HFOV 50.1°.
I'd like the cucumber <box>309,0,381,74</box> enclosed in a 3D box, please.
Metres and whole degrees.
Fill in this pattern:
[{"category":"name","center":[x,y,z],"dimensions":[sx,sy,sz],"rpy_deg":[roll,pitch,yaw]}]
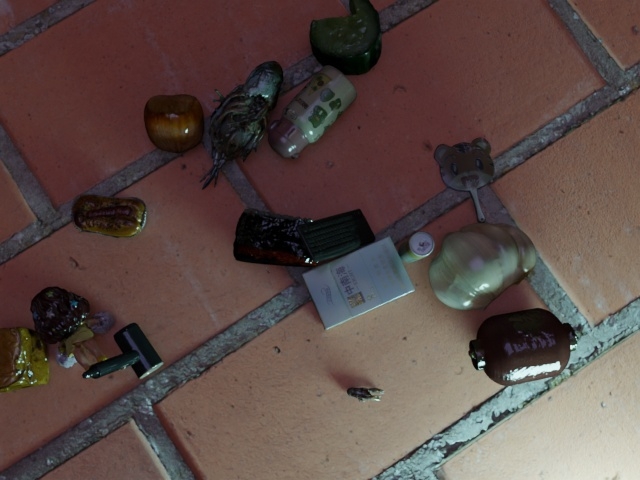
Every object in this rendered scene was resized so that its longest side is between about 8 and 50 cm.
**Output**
[{"category":"cucumber","center":[0.072,-0.522,1.776],"dimensions":[0.191,0.130,0.191],"rpy_deg":[-1,79,6]}]

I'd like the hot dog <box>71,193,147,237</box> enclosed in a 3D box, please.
[{"category":"hot dog","center":[-0.534,-0.063,1.731],"dimensions":[0.191,0.059,0.108],"rpy_deg":[5,77,2]}]

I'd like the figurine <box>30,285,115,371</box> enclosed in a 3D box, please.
[{"category":"figurine","center":[-0.603,0.216,1.656],"dimensions":[0.175,0.116,0.240],"rpy_deg":[-41,84,-6]}]

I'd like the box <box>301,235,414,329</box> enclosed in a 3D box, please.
[{"category":"box","center":[0.092,0.106,1.702],"dimensions":[0.243,0.067,0.155],"rpy_deg":[-25,81,-4]}]

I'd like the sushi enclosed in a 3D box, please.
[{"category":"sushi","center":[-0.105,-0.005,1.684],"dimensions":[0.225,0.136,0.126],"rpy_deg":[4,81,12]}]

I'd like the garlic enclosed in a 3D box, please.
[{"category":"garlic","center":[0.384,0.041,1.659],"dimensions":[0.281,0.184,0.203],"rpy_deg":[-36,64,-4]}]

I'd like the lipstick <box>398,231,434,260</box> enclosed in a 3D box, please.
[{"category":"lipstick","center":[0.223,0.018,1.618],"dimensions":[0.059,0.264,0.059],"rpy_deg":[0,85,2]}]

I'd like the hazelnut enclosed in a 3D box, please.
[{"category":"hazelnut","center":[-0.369,-0.299,1.739],"dimensions":[0.150,0.150,0.150],"rpy_deg":[0,81,0]}]

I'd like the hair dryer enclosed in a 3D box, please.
[{"category":"hair dryer","center":[-0.474,0.268,1.586],"dimensions":[0.070,0.255,0.128],"rpy_deg":[-37,80,15]}]

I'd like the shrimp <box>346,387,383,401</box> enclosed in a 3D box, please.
[{"category":"shrimp","center":[0.111,0.379,1.676],"dimensions":[0.092,0.038,0.029],"rpy_deg":[-2,124,-1]}]

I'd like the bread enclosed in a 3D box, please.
[{"category":"bread","center":[-0.749,0.288,1.630],"dimensions":[0.158,0.149,0.143],"rpy_deg":[-6,78,-1]}]

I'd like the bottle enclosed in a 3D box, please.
[{"category":"bottle","center":[-0.029,-0.319,1.741],"dimensions":[0.120,0.120,0.253],"rpy_deg":[42,82,6]}]

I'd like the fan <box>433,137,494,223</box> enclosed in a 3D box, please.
[{"category":"fan","center":[0.388,-0.153,1.774],"dimensions":[0.153,0.008,0.226],"rpy_deg":[-12,80,-3]}]

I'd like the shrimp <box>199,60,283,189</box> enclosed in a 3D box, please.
[{"category":"shrimp","center":[-0.219,-0.304,1.718],"dimensions":[0.172,0.137,0.372],"rpy_deg":[34,76,-23]}]

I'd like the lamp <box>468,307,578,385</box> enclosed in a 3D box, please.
[{"category":"lamp","center":[0.476,0.251,1.637],"dimensions":[0.258,0.180,0.180],"rpy_deg":[-10,81,0]}]

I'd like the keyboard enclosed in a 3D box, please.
[{"category":"keyboard","center":[0.008,-0.005,1.607],"dimensions":[0.381,0.041,0.103],"rpy_deg":[-20,80,-47]}]
